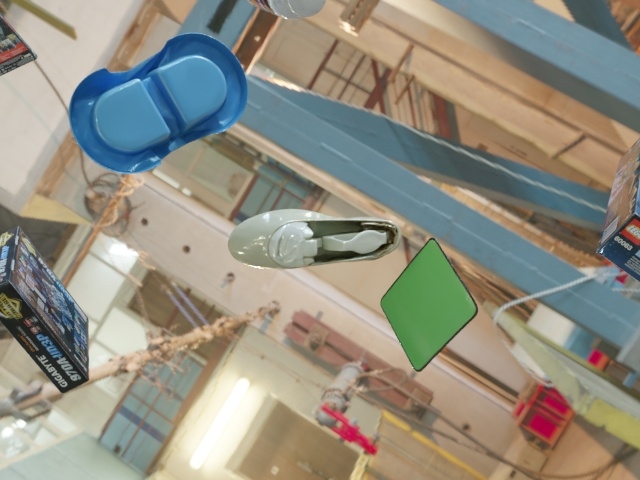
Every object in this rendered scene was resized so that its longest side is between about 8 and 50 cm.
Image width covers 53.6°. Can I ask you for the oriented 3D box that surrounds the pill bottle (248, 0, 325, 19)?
[{"bbox_3d":[-0.067,-0.473,1.180,0.108,0.193,0.108,-15,-57,-24],"label":"pill bottle"}]

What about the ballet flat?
[{"bbox_3d":[0.000,0.000,0.877,0.248,0.086,0.086,-5,-37,-21],"label":"ballet flat"}]

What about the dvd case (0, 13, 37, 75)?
[{"bbox_3d":[-0.581,-0.358,1.132,0.119,0.087,0.013,55,-159,-46],"label":"dvd case"}]

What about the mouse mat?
[{"bbox_3d":[0.172,0.107,1.040,0.007,0.153,0.190,-2,-39,-35],"label":"mouse mat"}]

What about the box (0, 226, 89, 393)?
[{"bbox_3d":[-0.444,0.109,1.004,0.051,0.175,0.220,-26,-56,-5],"label":"box"}]

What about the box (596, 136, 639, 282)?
[{"bbox_3d":[0.329,-0.005,0.543,0.233,0.159,0.044,-42,-14,-53],"label":"box"}]

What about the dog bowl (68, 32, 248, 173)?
[{"bbox_3d":[-0.260,-0.216,1.022,0.297,0.166,0.074,-34,12,-24],"label":"dog bowl"}]
